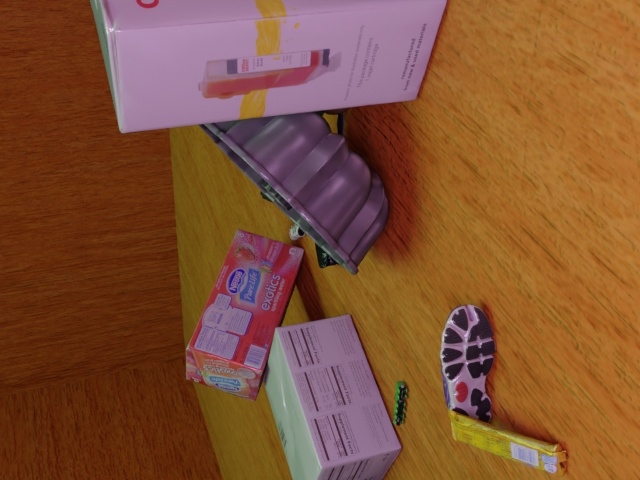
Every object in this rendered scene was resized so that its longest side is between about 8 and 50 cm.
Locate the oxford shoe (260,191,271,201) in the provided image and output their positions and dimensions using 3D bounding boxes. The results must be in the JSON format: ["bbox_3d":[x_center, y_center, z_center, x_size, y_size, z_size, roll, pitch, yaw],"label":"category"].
[{"bbox_3d":[-0.060,-0.112,1.501,0.227,0.082,0.096,-164,88,-72],"label":"oxford shoe"}]

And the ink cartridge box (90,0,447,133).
[{"bbox_3d":[-0.085,-0.300,0.950,0.160,0.384,0.279,104,151,-51],"label":"ink cartridge box"}]

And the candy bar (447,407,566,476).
[{"bbox_3d":[0.203,0.225,0.856,0.161,0.018,0.040,6,109,50],"label":"candy bar"}]

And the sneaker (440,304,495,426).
[{"bbox_3d":[0.167,0.152,0.936,0.071,0.068,0.170,-124,29,-63],"label":"sneaker"}]

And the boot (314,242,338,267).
[{"bbox_3d":[0.000,0.000,1.402,0.121,0.045,0.099,170,88,-71],"label":"boot"}]

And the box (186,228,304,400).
[{"bbox_3d":[-0.151,0.147,1.547,0.142,0.154,0.300,106,-179,-53],"label":"box"}]

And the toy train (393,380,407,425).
[{"bbox_3d":[0.123,0.254,1.198,0.024,0.017,0.083,-109,17,-56],"label":"toy train"}]

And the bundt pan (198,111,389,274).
[{"bbox_3d":[-0.026,-0.105,1.117,0.331,0.124,0.331,44,176,3],"label":"bundt pan"}]

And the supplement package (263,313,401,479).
[{"bbox_3d":[0.011,0.302,1.357,0.204,0.145,0.262,105,150,-51],"label":"supplement package"}]

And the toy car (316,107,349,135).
[{"bbox_3d":[0.001,-0.232,1.148,0.155,0.148,0.188,55,162,34],"label":"toy car"}]

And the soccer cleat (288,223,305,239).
[{"bbox_3d":[-0.045,-0.018,1.552,0.083,0.029,0.036,117,144,-55],"label":"soccer cleat"}]
